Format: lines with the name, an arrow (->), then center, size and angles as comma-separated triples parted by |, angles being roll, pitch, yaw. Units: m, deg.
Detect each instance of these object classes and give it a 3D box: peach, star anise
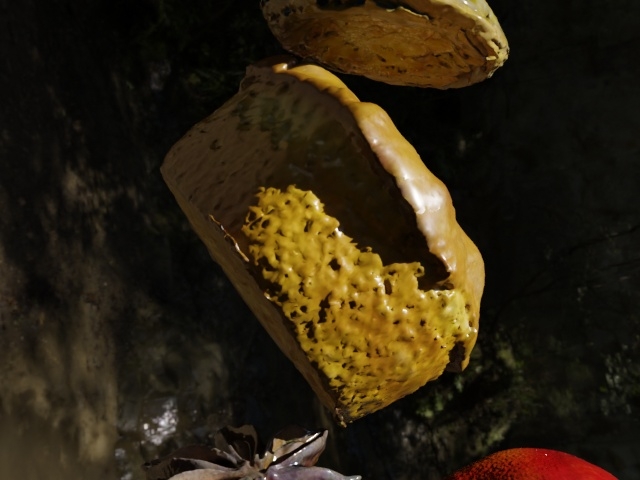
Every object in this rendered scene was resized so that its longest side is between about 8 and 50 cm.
peach -> 0.260, 0.309, 0.667 | 0.154, 0.267, 0.159 | -55, -172, 0
star anise -> -0.073, 0.222, 0.540 | 0.212, 0.197, 0.073 | -41, 136, -68

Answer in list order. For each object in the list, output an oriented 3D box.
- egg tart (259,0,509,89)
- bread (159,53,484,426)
egg tart -> 0.075, -0.257, 0.706 | 0.291, 0.291, 0.107 | 39, 62, -87
bread -> 0.000, 0.000, 0.676 | 0.398, 0.215, 0.398 | 51, -12, 16
